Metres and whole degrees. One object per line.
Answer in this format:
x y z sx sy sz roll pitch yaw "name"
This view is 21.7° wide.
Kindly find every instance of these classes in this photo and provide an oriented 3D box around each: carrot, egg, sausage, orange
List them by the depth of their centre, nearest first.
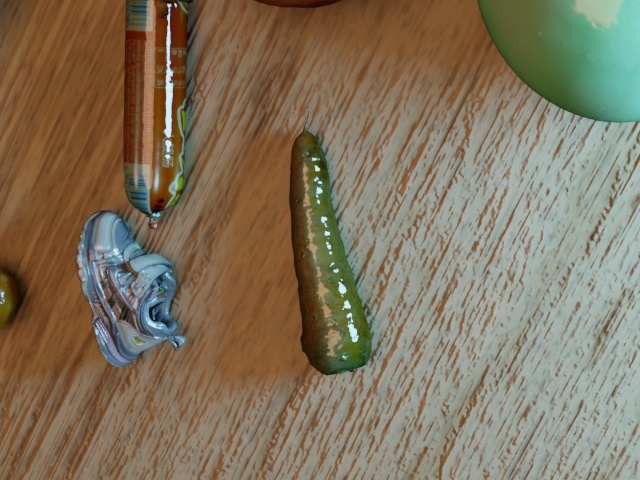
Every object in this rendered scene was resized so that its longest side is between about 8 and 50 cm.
0.274 -0.240 1.650 0.269 0.220 0.220 45 105 7 "egg"
0.000 0.000 1.841 0.078 0.078 0.298 -10 87 17 "carrot"
-0.187 -0.143 1.874 0.083 0.083 0.264 4 98 16 "sausage"
-0.385 0.067 1.956 0.086 0.062 0.086 5 96 57 "orange"

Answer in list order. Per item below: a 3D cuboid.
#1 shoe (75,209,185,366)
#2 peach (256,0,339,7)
-0.213 0.052 1.891 0.092 0.089 0.180 -9 95 18 "shoe"
-0.044 -0.396 1.704 0.332 0.308 0.307 18 100 30 "peach"
